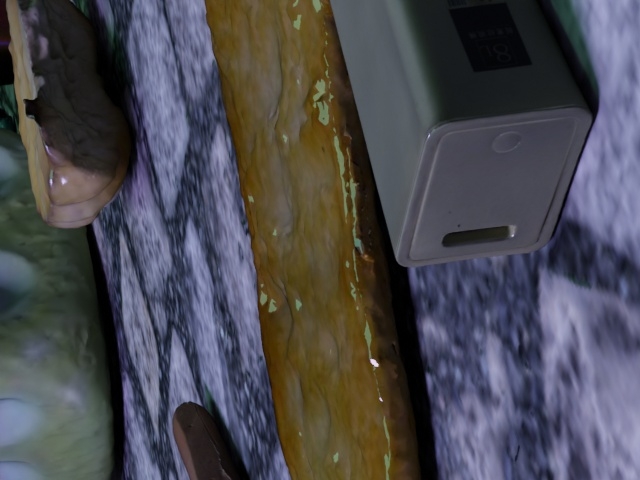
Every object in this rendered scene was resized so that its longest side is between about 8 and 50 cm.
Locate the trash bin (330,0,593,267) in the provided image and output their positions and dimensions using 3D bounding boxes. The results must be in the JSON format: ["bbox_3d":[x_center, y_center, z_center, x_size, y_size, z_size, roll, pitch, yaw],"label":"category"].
[{"bbox_3d":[0.031,-0.048,0.503,0.061,0.043,0.092,101,156,-53],"label":"trash bin"}]

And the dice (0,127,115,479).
[{"bbox_3d":[-0.290,0.081,1.393,0.252,0.254,0.250,95,163,-48],"label":"dice"}]

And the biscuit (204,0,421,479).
[{"bbox_3d":[0.000,0.000,0.683,0.118,0.029,0.247,177,83,-69],"label":"biscuit"}]

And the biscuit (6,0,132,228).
[{"bbox_3d":[-0.150,-0.077,1.139,0.183,0.061,0.118,-111,17,-44],"label":"biscuit"}]

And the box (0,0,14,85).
[{"bbox_3d":[-0.344,-0.168,1.455,0.159,0.240,0.071,103,153,-55],"label":"box"}]

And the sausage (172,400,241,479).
[{"bbox_3d":[-0.053,0.119,0.966,0.116,0.026,0.026,-121,26,-56],"label":"sausage"}]

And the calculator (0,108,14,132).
[{"bbox_3d":[-0.281,-0.070,1.720,0.141,0.019,0.094,-132,38,-65],"label":"calculator"}]
